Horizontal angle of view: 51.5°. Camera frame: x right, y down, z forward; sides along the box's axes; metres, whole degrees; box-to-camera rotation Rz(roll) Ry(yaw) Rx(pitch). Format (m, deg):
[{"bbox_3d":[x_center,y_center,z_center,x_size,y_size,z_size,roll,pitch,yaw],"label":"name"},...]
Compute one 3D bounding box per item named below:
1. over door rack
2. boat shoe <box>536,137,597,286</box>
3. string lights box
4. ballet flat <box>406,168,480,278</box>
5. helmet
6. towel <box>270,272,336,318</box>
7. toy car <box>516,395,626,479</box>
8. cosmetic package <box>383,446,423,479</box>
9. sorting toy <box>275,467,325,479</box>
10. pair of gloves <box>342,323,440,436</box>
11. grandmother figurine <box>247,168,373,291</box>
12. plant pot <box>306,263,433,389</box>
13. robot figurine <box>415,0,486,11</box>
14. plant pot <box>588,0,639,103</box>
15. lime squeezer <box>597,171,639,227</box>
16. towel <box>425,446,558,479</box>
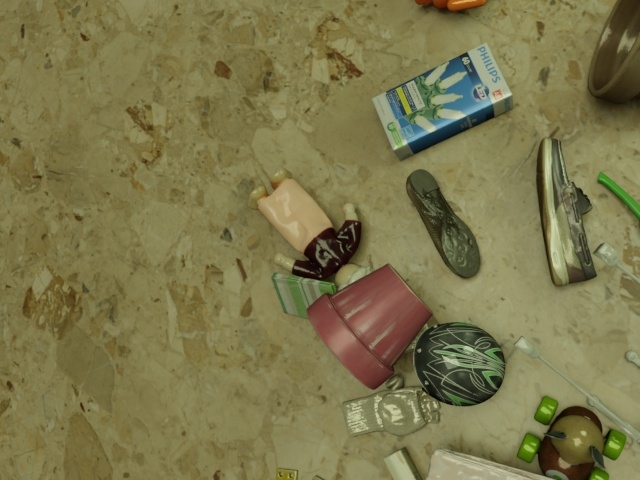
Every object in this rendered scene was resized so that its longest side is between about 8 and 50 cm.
[{"bbox_3d":[0.537,0.187,1.177,0.324,0.108,0.239,39,94,0],"label":"over door rack"},{"bbox_3d":[0.470,-0.057,1.267,0.092,0.103,0.285,-6,82,12],"label":"boat shoe"},{"bbox_3d":[0.255,-0.287,1.390,0.259,0.077,0.133,-25,72,13],"label":"string lights box"},{"bbox_3d":[0.246,-0.032,1.363,0.084,0.058,0.250,-23,76,-24],"label":"ballet flat"},{"bbox_3d":[0.258,0.230,1.237,0.169,0.161,0.169,-3,68,6],"label":"helmet"},{"bbox_3d":[-0.026,0.120,1.394,0.152,0.113,0.023,7,41,30],"label":"towel"},{"bbox_3d":[0.437,0.362,1.149,0.155,0.188,0.149,25,87,21],"label":"toy car"},{"bbox_3d":[0.172,0.466,1.291,0.041,0.060,0.115,-31,73,10],"label":"cosmetic package"},{"bbox_3d":[0.004,0.565,1.337,0.274,0.046,0.132,25,89,21],"label":"sorting toy"},{"bbox_3d":[0.133,0.275,1.348,0.204,0.042,0.240,-9,78,17],"label":"pair of gloves"},{"bbox_3d":[0.000,0.000,1.416,0.208,0.104,0.342,-41,73,6],"label":"grandmother figurine"},{"bbox_3d":[0.104,0.149,1.258,0.180,0.201,0.201,-41,70,5],"label":"plant pot"},{"bbox_3d":[0.299,-0.570,1.399,0.219,0.128,0.158,-10,34,17],"label":"robot figurine"},{"bbox_3d":[0.650,-0.351,1.194,0.229,0.263,0.263,19,87,4],"label":"plant pot"},{"bbox_3d":[0.666,-0.041,1.229,0.310,0.059,0.110,15,55,22],"label":"lime squeezer"},{"bbox_3d":[0.321,0.563,1.186,0.316,0.053,0.332,15,100,17],"label":"towel"}]
